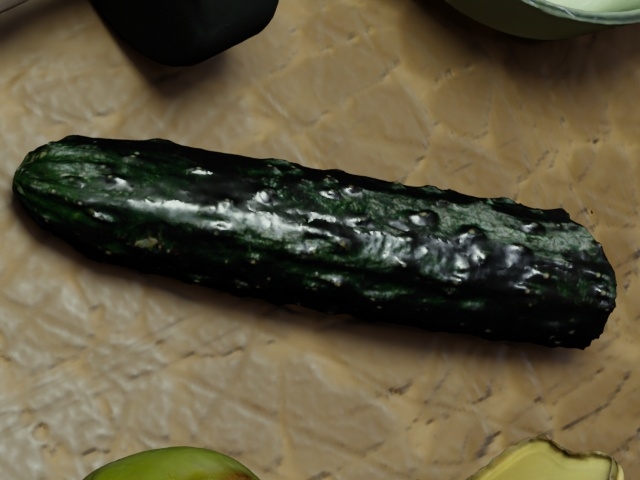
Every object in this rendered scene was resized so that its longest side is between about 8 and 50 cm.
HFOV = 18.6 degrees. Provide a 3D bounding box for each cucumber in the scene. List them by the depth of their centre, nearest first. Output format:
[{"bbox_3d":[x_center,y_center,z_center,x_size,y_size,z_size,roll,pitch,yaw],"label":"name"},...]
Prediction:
[{"bbox_3d":[0.000,0.000,0.966,0.303,0.081,0.072,9,106,-17],"label":"cucumber"}]

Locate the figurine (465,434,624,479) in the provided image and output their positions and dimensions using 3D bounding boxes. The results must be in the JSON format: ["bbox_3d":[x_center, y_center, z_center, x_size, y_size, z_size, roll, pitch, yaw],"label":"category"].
[{"bbox_3d":[0.169,0.217,0.914,0.257,0.181,0.208,44,34,-16],"label":"figurine"}]

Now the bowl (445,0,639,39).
[{"bbox_3d":[0.116,-0.197,1.038,0.211,0.112,0.211,4,75,-17],"label":"bowl"}]

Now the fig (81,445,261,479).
[{"bbox_3d":[-0.072,0.167,0.874,0.136,0.121,0.153,2,92,-31],"label":"fig"}]

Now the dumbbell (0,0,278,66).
[{"bbox_3d":[-0.142,-0.124,0.909,0.218,0.152,0.152,-30,87,-23],"label":"dumbbell"}]
